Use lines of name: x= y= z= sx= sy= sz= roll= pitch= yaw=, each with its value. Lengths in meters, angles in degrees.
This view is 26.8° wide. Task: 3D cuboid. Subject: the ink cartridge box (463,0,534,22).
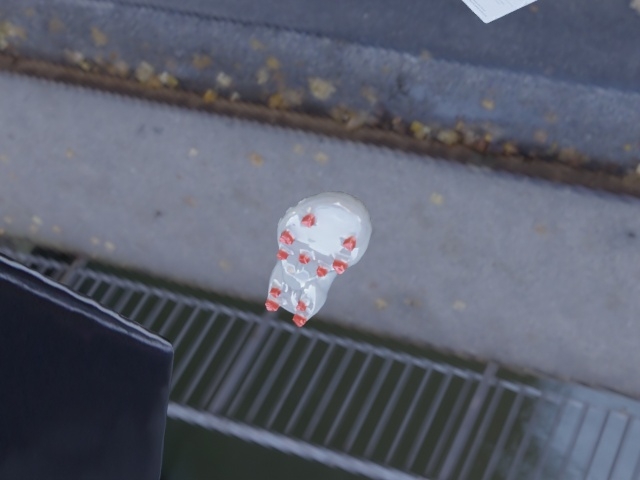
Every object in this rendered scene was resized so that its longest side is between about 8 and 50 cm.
ink cartridge box: x=0.178 y=-0.251 z=1.134 sx=0.122 sy=0.088 sz=0.052 roll=-20 pitch=139 yaw=35

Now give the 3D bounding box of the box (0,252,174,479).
box: x=-0.351 y=0.237 z=0.533 sx=0.471 sy=0.480 sz=0.297 roll=-1 pitch=163 yaw=23

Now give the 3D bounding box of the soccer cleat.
soccer cleat: x=0.000 y=0.000 z=1.059 sx=0.068 sy=0.076 sz=0.196 roll=29 pitch=152 yaw=1
